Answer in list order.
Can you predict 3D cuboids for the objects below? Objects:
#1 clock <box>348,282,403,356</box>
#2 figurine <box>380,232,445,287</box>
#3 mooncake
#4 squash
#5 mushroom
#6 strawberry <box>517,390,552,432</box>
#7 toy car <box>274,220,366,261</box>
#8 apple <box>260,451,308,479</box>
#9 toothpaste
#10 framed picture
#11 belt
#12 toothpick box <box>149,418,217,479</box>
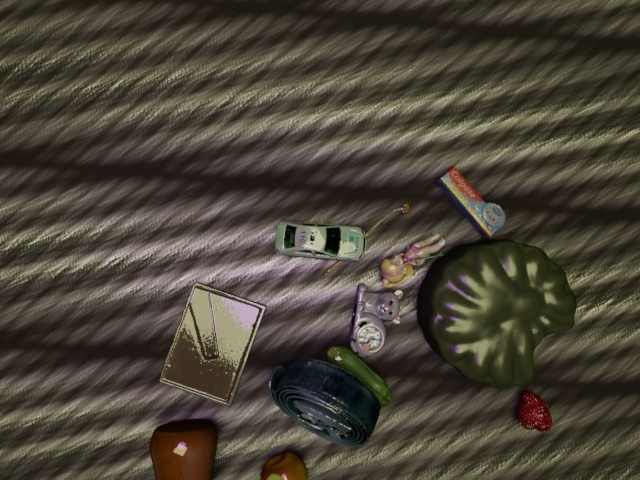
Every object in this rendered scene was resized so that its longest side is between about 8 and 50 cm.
[{"bbox_3d":[0.136,0.200,1.187,0.117,0.080,0.176,10,88,-1],"label":"clock"},{"bbox_3d":[0.225,0.050,1.200,0.187,0.083,0.083,-34,90,-4],"label":"figurine"},{"bbox_3d":[0.408,0.158,1.149,0.351,0.187,0.351,0,91,0],"label":"mooncake"},{"bbox_3d":[0.090,0.323,1.168,0.219,0.077,0.068,44,58,-20],"label":"squash"},{"bbox_3d":[0.111,-0.003,1.223,0.286,0.028,0.026,-38,133,-2],"label":"mushroom"},{"bbox_3d":[0.527,0.423,1.202,0.083,0.083,0.096,-16,83,-2],"label":"strawberry"},{"bbox_3d":[0.000,0.000,1.181,0.224,0.076,0.090,5,83,4],"label":"toy car"},{"bbox_3d":[-0.087,0.564,1.164,0.114,0.099,0.102,-13,88,22],"label":"apple"},{"bbox_3d":[0.381,-0.102,1.222,0.070,0.044,0.193,-40,91,-4],"label":"toothpaste"},{"bbox_3d":[-0.267,0.256,1.203,0.192,0.018,0.265,20,89,-2],"label":"framed picture"},{"bbox_3d":[0.006,0.365,1.121,0.267,0.206,0.116,29,50,4],"label":"belt"},{"bbox_3d":[-0.311,0.577,1.116,0.192,0.192,0.294,-3,82,-2],"label":"toothpick box"}]
